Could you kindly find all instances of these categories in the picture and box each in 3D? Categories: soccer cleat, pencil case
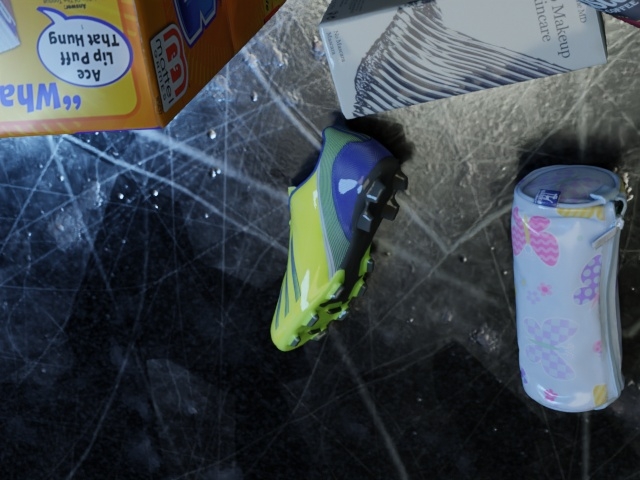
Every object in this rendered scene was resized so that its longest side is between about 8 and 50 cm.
[{"bbox_3d":[0.001,-0.001,1.531,0.121,0.093,0.289,40,125,23],"label":"soccer cleat"},{"bbox_3d":[0.276,0.052,1.482,0.124,0.113,0.273,11,121,29],"label":"pencil case"}]

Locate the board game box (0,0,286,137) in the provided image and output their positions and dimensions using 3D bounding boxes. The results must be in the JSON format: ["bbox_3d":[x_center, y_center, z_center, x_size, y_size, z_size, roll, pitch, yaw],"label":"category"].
[{"bbox_3d":[-0.263,-0.303,1.077,0.357,0.356,0.356,-2,114,15],"label":"board game box"}]

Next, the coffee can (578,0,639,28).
[{"bbox_3d":[0.330,-0.281,1.215,0.275,0.201,0.201,18,119,-21],"label":"coffee can"}]

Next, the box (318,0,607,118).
[{"bbox_3d":[0.146,-0.213,1.381,0.275,0.094,0.113,-12,113,15],"label":"box"}]
